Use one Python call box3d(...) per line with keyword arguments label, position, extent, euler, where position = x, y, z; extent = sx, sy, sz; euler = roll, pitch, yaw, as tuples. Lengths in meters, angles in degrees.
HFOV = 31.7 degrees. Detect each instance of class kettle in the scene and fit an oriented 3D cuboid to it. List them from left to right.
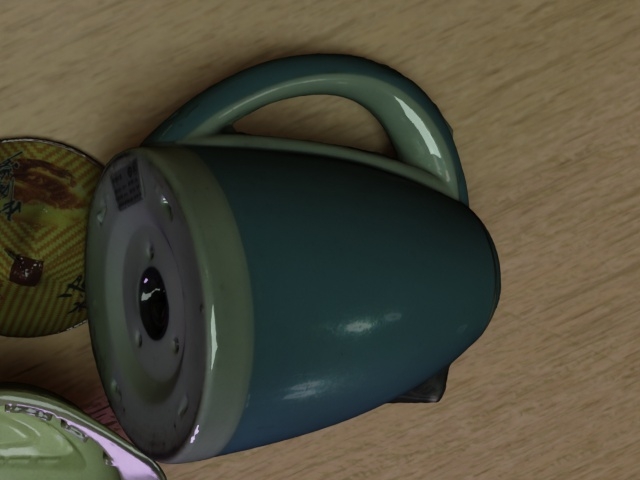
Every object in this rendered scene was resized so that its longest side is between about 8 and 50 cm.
box3d(label="kettle", position=(0.000, 0.000, 0.954), extent=(0.342, 0.247, 0.319), euler=(-6, 93, -31))

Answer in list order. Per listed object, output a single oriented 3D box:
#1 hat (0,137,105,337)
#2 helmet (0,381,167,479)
box3d(label="hat", position=(-0.250, 0.013, 0.962), extent=(0.193, 0.082, 0.193), euler=(-6, 112, -14))
box3d(label="helmet", position=(-0.263, 0.205, 1.001), extent=(0.257, 0.137, 0.204), euler=(19, 106, -13))
